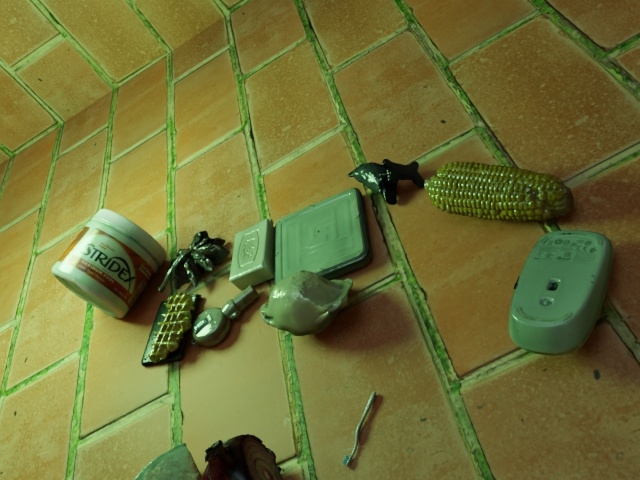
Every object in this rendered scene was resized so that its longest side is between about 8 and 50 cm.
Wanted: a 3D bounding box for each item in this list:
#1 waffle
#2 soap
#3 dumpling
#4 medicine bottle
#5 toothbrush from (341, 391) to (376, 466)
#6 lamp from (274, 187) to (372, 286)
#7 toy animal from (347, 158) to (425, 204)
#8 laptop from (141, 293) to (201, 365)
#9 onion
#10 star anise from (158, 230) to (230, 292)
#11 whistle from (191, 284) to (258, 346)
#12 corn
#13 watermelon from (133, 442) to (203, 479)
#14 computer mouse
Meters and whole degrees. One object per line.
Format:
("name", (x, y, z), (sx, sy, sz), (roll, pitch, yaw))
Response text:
("waffle", (-0.403, 0.227, 1.791), (0.160, 0.046, 0.192), (-40, 35, 15))
("soap", (-0.180, 0.039, 1.823), (0.121, 0.064, 0.183), (-23, 41, 22))
("dumpling", (-0.027, 0.139, 1.565), (0.258, 0.147, 0.193), (-15, 14, 34))
("medicine bottle", (-0.632, 0.072, 1.989), (0.252, 0.252, 0.241), (10, 60, 42))
("toothbrush", (0.083, 0.380, 1.340), (0.017, 0.014, 0.162), (16, 62, 24))
("lamp", (0.000, 0.000, 1.734), (0.266, 0.047, 0.269), (-22, 42, 17))
("toy animal", (0.163, -0.151, 1.747), (0.210, 0.121, 0.117), (1, 97, 58))
("laptop", (-0.417, 0.246, 1.837), (0.153, 0.026, 0.207), (-12, 47, 28))
("onion", (-0.171, 0.465, 1.292), (0.139, 0.218, 0.195), (-30, 39, 13))
("star anise", (-0.372, 0.061, 1.929), (0.209, 0.089, 0.231), (-2, 40, 46))
("whistle", (-0.256, 0.198, 1.737), (0.220, 0.057, 0.107), (-39, 38, -3))
("corn", (0.385, -0.108, 1.478), (0.346, 0.130, 0.130), (10, 60, 40))
("watermelon", (-0.288, 0.586, 1.370), (0.226, 0.148, 0.318), (-6, 34, 11))
("computer mouse", (0.457, 0.100, 1.254), (0.159, 0.097, 0.288), (0, 42, 40))
